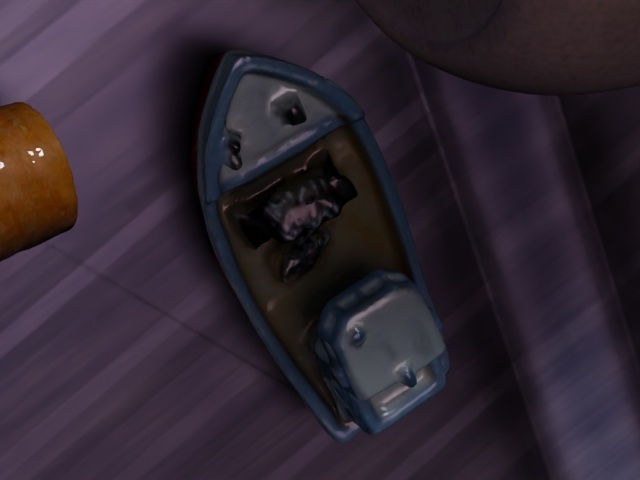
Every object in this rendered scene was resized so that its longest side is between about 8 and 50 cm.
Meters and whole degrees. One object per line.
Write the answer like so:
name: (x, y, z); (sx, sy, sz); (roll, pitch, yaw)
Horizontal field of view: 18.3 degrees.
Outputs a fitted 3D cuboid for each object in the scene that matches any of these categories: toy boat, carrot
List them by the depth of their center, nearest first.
carrot: (-0.316, -0.005, 1.302); (0.302, 0.139, 0.138); (-27, 117, -24)
toy boat: (0.000, 0.000, 1.456); (0.145, 0.133, 0.332); (-32, 118, -13)

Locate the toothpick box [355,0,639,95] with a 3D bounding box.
toothpick box: (0.217, -0.320, 1.296); (0.425, 0.409, 0.409); (-23, 116, -25)
